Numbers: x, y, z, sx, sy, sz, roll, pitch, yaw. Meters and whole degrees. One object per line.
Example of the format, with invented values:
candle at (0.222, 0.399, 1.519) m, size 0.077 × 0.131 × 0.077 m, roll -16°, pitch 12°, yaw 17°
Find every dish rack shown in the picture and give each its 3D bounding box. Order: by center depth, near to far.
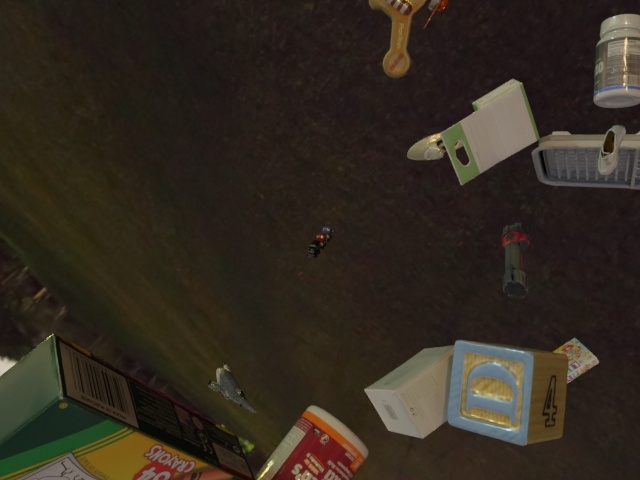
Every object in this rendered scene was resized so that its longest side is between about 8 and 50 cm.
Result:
dish rack at (0.753, -0.219, 1.473) m, size 0.332 × 0.072 × 0.285 m, roll 5°, pitch 168°, yaw 28°

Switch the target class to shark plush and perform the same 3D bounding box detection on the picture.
shark plush at (-0.218, 0.383, 1.379) m, size 0.067 × 0.073 × 0.161 m, roll -8°, pitch 112°, yaw 49°

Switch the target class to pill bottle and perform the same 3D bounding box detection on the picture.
pill bottle at (-0.036, 0.374, 0.838) m, size 0.121 × 0.221 × 0.121 m, roll 35°, pitch 159°, yaw 16°
pill bottle at (0.503, -0.300, 0.924) m, size 0.078 × 0.137 × 0.078 m, roll 5°, pitch 176°, yaw 0°

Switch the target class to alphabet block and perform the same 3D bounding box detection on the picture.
alphabet block at (0.422, 0.334, 1.237) m, size 0.192 × 0.194 × 0.197 m, roll 4°, pitch 172°, yaw 44°

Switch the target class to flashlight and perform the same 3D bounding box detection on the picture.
flashlight at (0.677, 0.071, 1.902) m, size 0.103 × 0.304 × 0.103 m, roll 10°, pitch 135°, yaw 8°

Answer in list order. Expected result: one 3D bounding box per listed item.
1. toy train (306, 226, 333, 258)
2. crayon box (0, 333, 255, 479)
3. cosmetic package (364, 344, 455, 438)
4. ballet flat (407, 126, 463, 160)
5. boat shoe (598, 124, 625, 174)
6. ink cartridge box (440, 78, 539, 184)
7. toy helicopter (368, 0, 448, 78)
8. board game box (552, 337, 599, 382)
toy train at (0.000, 0.000, 1.274) m, size 0.027 × 0.158 × 0.036 m, roll 9°, pitch 111°, yaw 14°
crayon box at (-0.310, 0.321, 0.690) m, size 0.363 × 0.313 × 0.106 m, roll 51°, pitch 180°, yaw -44°
cosmetic package at (0.272, 0.389, 1.439) m, size 0.138 × 0.224 × 0.224 m, roll 59°, pitch 160°, yaw 4°
ballet flat at (0.409, -0.320, 1.824) m, size 0.086 × 0.248 × 0.086 m, roll 58°, pitch -167°, yaw -21°
boat shoe at (0.534, -0.164, 1.023) m, size 0.035 × 0.035 × 0.100 m, roll 43°, pitch 144°, yaw 41°
ink cartridge box at (0.422, -0.272, 1.394) m, size 0.171 × 0.235 × 0.056 m, roll 58°, pitch -175°, yaw -31°
toy helicopter at (0.250, -0.639, 1.553) m, size 0.234 × 0.355 × 0.140 m, roll 6°, pitch -169°, yaw 2°
board game box at (0.705, 0.358, 1.592) m, size 0.026 × 0.154 × 0.103 m, roll 53°, pitch -175°, yaw -24°
